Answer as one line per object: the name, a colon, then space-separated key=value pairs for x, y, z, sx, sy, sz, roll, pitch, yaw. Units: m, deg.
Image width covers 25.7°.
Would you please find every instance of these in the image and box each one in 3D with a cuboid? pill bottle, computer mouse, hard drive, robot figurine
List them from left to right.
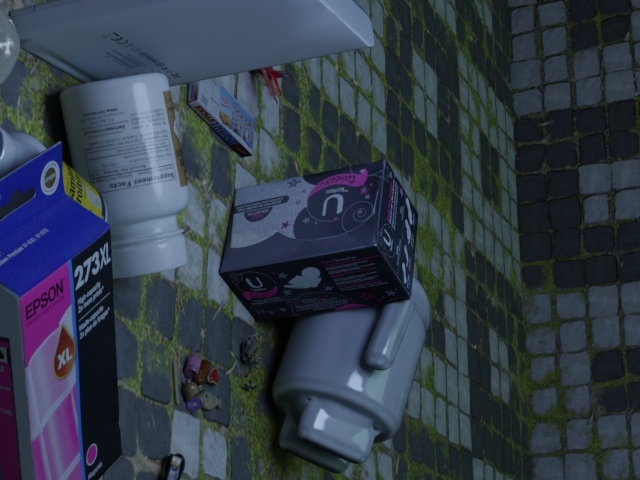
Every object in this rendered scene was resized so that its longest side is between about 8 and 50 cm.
pill bottle: x=-0.311 y=-0.050 z=1.475 sx=0.184 sy=0.103 sz=0.103 roll=46 pitch=41 yaw=-56
pill bottle: x=-0.225 y=-0.076 z=1.661 sx=0.131 sy=0.131 sz=0.229 roll=-22 pitch=103 yaw=-68
hard drive: x=-0.144 y=-0.246 z=1.620 sx=0.233 sy=0.353 sz=0.047 roll=28 pitch=57 yaw=-64
computer mouse: x=-0.157 y=0.356 z=1.806 sx=0.193 sy=0.042 sz=0.106 roll=50 pitch=33 yaw=-44
robot figurine: x=0.050 y=0.168 z=2.122 sx=0.200 sy=0.300 sz=0.353 roll=28 pitch=62 yaw=-17

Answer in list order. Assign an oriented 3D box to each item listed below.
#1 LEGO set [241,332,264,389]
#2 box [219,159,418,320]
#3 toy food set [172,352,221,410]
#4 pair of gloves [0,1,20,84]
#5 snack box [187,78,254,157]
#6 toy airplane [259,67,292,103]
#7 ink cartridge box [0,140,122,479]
LEGO set: x=-0.105 y=0.175 z=2.029 sx=0.054 sy=0.023 sz=0.083 roll=45 pitch=55 yaw=-53
box: x=0.000 y=0.000 z=2.037 sx=0.142 sy=0.247 sz=0.163 roll=56 pitch=33 yaw=-47
toy food set: x=-0.159 y=0.190 z=1.881 sx=0.122 sy=0.019 sz=0.078 roll=11 pitch=72 yaw=-67
pair of gloves: x=-0.386 y=-0.252 z=1.443 sx=0.204 sy=0.042 sz=0.240 roll=-72 pitch=147 yaw=-49
snack box: x=-0.143 y=-0.188 z=2.052 sx=0.178 sy=0.022 sz=0.064 roll=44 pitch=42 yaw=-57
toy airplane: x=-0.089 y=-0.275 z=2.207 sx=0.151 sy=0.028 sz=0.151 roll=52 pitch=24 yaw=-34
ink cartridge box: x=-0.275 y=0.103 z=1.420 sx=0.176 sy=0.069 sz=0.371 roll=-47 pitch=141 yaw=-57
